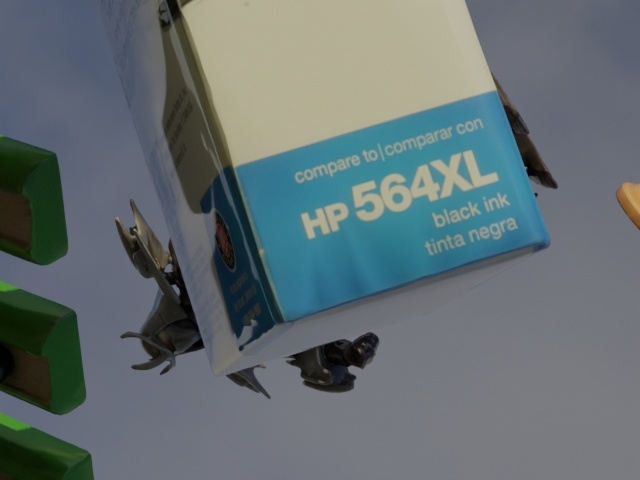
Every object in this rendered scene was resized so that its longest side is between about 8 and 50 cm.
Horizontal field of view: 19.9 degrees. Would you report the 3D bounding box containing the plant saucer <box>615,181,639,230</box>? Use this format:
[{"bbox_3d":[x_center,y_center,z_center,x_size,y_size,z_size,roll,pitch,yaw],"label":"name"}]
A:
[{"bbox_3d":[0.208,-0.006,1.069,0.083,0.083,0.013,46,-71,15],"label":"plant saucer"}]

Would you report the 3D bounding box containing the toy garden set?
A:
[{"bbox_3d":[-0.187,0.058,0.770,0.204,0.049,0.244,18,-56,33],"label":"toy garden set"}]

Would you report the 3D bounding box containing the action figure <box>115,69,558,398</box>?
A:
[{"bbox_3d":[0.000,0.000,1.117,0.185,0.285,0.099,53,7,-44],"label":"action figure"}]

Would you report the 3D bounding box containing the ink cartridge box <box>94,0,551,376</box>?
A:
[{"bbox_3d":[-0.017,-0.071,0.565,0.148,0.086,0.203,137,-64,-77],"label":"ink cartridge box"}]
